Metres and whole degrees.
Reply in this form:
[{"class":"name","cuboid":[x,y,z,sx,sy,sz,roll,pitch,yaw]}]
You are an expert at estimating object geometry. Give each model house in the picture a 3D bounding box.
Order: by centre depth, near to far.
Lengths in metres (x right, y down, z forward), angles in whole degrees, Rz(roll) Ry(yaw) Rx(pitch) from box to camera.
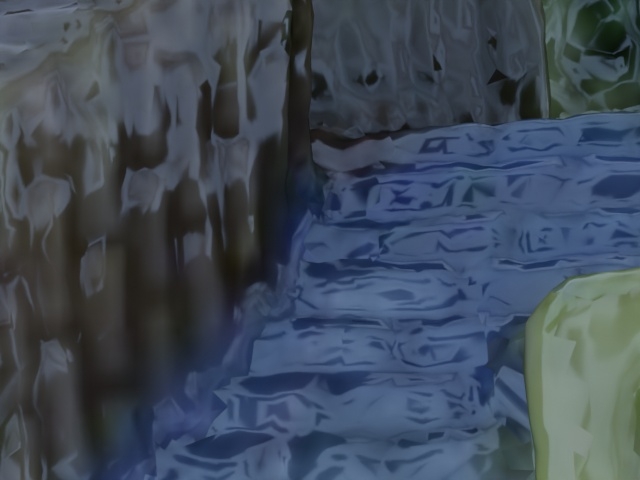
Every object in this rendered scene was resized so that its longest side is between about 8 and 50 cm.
[{"class":"model house","cuboid":[0.000,0.000,0.447,0.266,0.321,0.261,-63,151,-80]}]
